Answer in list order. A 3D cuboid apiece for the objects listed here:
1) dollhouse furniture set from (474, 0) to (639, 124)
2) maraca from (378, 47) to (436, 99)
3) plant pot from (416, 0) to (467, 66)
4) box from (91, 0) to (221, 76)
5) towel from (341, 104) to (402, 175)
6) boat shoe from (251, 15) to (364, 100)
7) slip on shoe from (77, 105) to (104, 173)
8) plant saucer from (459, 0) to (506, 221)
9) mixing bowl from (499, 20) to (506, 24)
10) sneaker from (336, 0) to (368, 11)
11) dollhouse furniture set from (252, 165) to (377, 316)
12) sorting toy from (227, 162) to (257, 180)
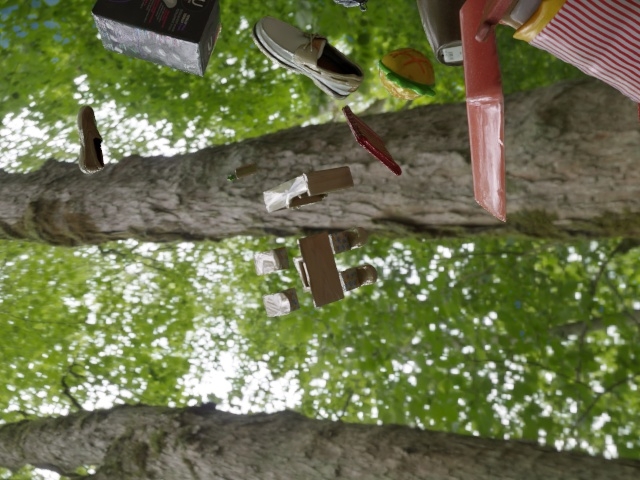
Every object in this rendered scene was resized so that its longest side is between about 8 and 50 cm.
[{"bbox_3d":[0.310,-0.304,0.479,0.201,0.374,0.152,27,-137,-1],"label":"dollhouse furniture set"},{"bbox_3d":[0.178,-0.333,1.198,0.127,0.099,0.186,16,-150,-7],"label":"maraca"},{"bbox_3d":[0.344,-0.568,1.494,0.215,0.215,0.231,20,-115,-42],"label":"plant pot"},{"bbox_3d":[-0.403,-0.551,1.485,0.270,0.143,0.165,16,-110,-1],"label":"box"},{"bbox_3d":[0.167,-0.330,1.922,0.198,0.031,0.275,36,-159,-30],"label":"towel"},{"bbox_3d":[-0.023,-0.471,1.473,0.302,0.103,0.113,26,-114,-23],"label":"boat shoe"},{"bbox_3d":[-0.440,-0.197,1.139,0.051,0.041,0.136,46,-142,-70],"label":"slip on shoe"},{"bbox_3d":[0.240,-0.201,0.875,0.259,0.047,0.259,66,-157,-50],"label":"plant saucer"},{"bbox_3d":[0.403,-0.534,1.258,0.181,0.098,0.182,35,-131,-54],"label":"mixing bowl"},{"bbox_3d":[0.061,-0.776,1.711,0.101,0.268,0.153,-14,-41,-58],"label":"sneaker"},{"bbox_3d":[0.000,0.000,1.827,0.361,0.256,0.395,-14,-91,-37],"label":"dollhouse furniture set"},{"bbox_3d":[-0.208,-0.179,1.558,0.083,0.062,0.012,-17,-60,-4],"label":"sorting toy"}]
